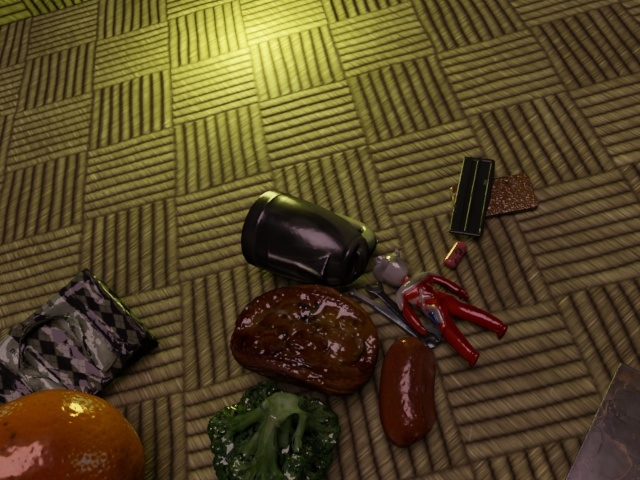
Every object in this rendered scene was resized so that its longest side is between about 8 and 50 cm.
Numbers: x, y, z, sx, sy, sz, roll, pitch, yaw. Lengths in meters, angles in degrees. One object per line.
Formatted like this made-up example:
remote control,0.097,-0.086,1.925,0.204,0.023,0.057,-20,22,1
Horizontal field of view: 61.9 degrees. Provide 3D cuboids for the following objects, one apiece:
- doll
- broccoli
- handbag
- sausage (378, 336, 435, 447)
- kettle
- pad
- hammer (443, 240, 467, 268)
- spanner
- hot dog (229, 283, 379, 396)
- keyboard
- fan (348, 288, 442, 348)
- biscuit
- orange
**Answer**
doll,0.283,0.154,1.383,0.188,0.099,0.384,-29,57,-31
broccoli,-0.094,0.444,1.200,0.307,0.275,0.308,12,34,-8
handbag,-0.683,0.330,1.452,0.316,0.180,0.416,40,72,17
sausage,0.201,0.353,1.262,0.133,0.133,0.259,1,63,13
kettle,0.000,0.000,1.484,0.324,0.229,0.321,20,30,25
pad,0.700,0.475,1.150,0.247,0.007,0.368,29,68,26
hammer,0.371,0.040,1.469,0.043,0.043,0.083,28,67,26
spanner,0.209,0.190,1.402,0.054,0.015,0.254,-26,51,-26
hot dog,-0.045,0.246,1.349,0.387,0.174,0.267,12,48,18
keyboard,0.452,-0.179,1.563,0.103,0.041,0.381,10,68,17
fan,0.194,0.197,1.423,0.282,0.023,0.057,30,71,25
biscuit,0.501,-0.123,1.549,0.230,0.025,0.131,-9,58,7
orange,-0.607,0.522,1.176,0.423,0.424,0.326,-31,35,-7
